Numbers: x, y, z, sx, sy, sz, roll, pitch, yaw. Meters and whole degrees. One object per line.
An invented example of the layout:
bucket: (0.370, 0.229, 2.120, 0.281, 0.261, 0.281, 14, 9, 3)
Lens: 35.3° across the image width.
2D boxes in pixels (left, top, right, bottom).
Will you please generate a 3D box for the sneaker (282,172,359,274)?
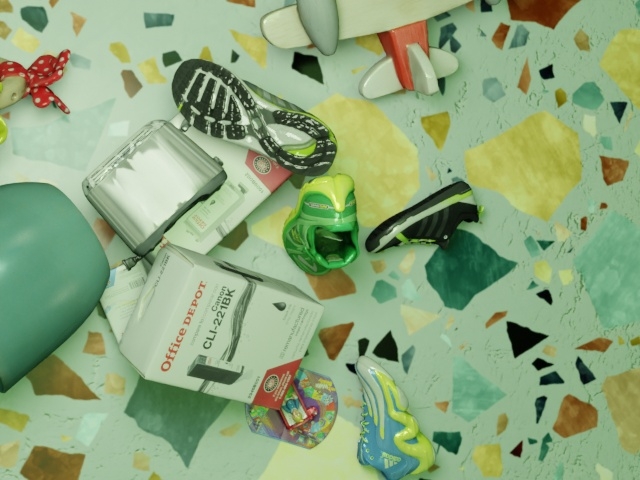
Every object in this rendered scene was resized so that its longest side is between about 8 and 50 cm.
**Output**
sneaker: (0.000, 0.000, 1.657, 0.109, 0.295, 0.124, -7, 67, -9)

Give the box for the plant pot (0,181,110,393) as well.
plant pot: (-0.469, 0.047, 1.543, 0.235, 0.293, 0.293, -36, 97, -26)

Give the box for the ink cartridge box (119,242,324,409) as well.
ink cartridge box: (-0.158, 0.143, 1.629, 0.272, 0.114, 0.197, 21, 96, -36)

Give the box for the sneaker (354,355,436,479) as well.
sneaker: (0.103, 0.326, 1.771, 0.126, 0.091, 0.240, -34, 97, -12)

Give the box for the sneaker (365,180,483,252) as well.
sneaker: (0.195, -0.020, 1.807, 0.234, 0.084, 0.097, -29, 97, -13)

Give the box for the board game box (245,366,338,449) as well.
board game box: (-0.046, 0.290, 1.763, 0.168, 0.033, 0.133, 20, 84, -13)

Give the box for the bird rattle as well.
bird rattle: (-0.526, -0.252, 1.587, 0.207, 0.143, 0.253, 22, 44, 15)

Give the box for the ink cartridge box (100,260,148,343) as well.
ink cartridge box: (-0.321, 0.102, 1.688, 0.088, 0.052, 0.122, -23, 93, -14)

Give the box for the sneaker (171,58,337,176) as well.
sneaker: (-0.103, -0.194, 1.610, 0.300, 0.121, 0.111, 31, 101, 6)

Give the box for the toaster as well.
toaster: (-0.264, -0.078, 1.549, 0.227, 0.129, 0.146, -44, 94, -8)

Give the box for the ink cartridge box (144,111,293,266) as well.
ink cartridge box: (-0.213, -0.096, 1.687, 0.283, 0.117, 0.207, -44, 99, -12)

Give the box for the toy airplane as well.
toy airplane: (0.134, -0.429, 1.707, 0.384, 0.272, 0.386, 28, 82, -13)
